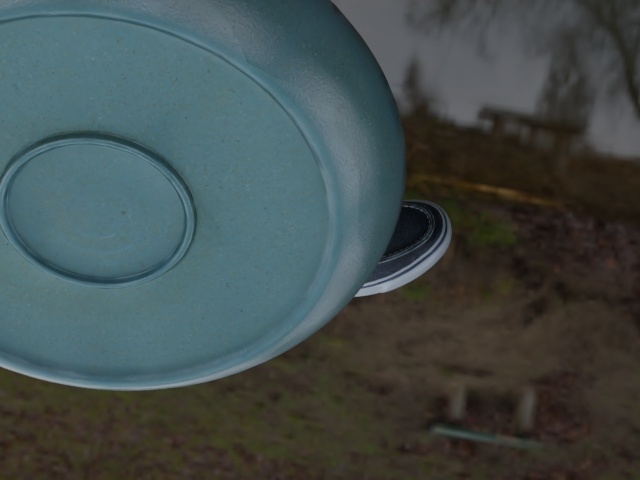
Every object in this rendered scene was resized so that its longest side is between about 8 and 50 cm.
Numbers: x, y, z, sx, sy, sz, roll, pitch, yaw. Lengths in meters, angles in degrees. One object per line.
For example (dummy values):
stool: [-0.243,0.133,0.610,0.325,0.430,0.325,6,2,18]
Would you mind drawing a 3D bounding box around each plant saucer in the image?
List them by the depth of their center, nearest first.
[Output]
plant saucer: [-0.114,-0.024,0.723,0.317,0.044,0.318,1,131,1]

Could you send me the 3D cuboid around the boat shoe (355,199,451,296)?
boat shoe: [0.000,0.000,0.963,0.183,0.065,0.083,-15,151,2]
